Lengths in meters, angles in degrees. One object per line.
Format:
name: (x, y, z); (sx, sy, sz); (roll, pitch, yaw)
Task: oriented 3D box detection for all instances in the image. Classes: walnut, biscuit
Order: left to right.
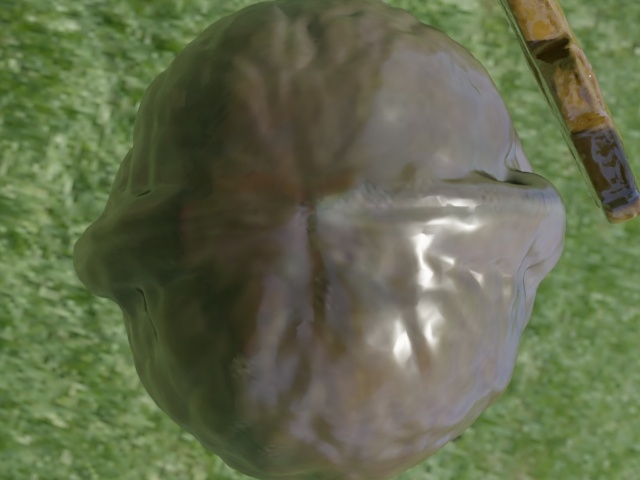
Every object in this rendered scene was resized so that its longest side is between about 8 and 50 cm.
walnut: (0.002, 0.000, 0.811); (0.248, 0.248, 0.248); (-32, 129, -50)
biscuit: (0.147, -0.129, 1.047); (0.249, 0.035, 0.184); (63, 7, -5)
